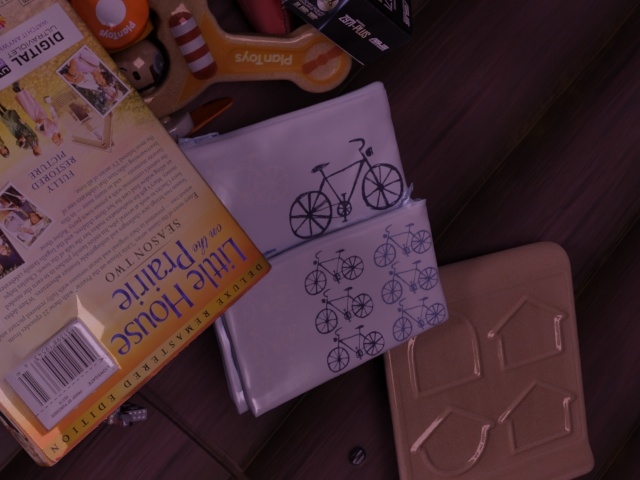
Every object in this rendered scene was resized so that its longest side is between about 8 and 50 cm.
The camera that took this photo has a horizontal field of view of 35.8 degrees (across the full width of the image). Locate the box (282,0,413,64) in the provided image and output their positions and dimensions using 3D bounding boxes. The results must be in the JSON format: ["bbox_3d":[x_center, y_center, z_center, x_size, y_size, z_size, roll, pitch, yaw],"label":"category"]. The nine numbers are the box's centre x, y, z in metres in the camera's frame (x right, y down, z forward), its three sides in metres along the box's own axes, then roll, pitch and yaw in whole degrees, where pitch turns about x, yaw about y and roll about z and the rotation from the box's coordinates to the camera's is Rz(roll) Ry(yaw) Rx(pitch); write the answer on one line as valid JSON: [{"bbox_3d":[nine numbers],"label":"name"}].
[{"bbox_3d":[0.032,-0.323,1.156,0.147,0.078,0.180,30,49,-41],"label":"box"}]

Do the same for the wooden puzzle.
[{"bbox_3d":[0.228,0.197,1.411,0.322,0.080,0.347,-13,96,-25],"label":"wooden puzzle"}]

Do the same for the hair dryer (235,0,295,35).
[{"bbox_3d":[-0.033,-0.372,1.220,0.224,0.080,0.293,14,89,-27],"label":"hair dryer"}]

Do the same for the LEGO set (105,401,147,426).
[{"bbox_3d":[-0.291,0.068,1.039,0.255,0.192,0.331,13,86,-46],"label":"LEGO set"}]

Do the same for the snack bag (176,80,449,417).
[{"bbox_3d":[0.000,0.000,1.202,0.323,0.037,0.342,-21,106,-28],"label":"snack bag"}]

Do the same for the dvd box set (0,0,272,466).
[{"bbox_3d":[-0.280,-0.042,0.956,0.307,0.062,0.420,-43,101,-29],"label":"dvd box set"}]

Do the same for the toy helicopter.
[{"bbox_3d":[-0.133,-0.197,1.151,0.355,0.140,0.234,-2,112,-19],"label":"toy helicopter"}]
